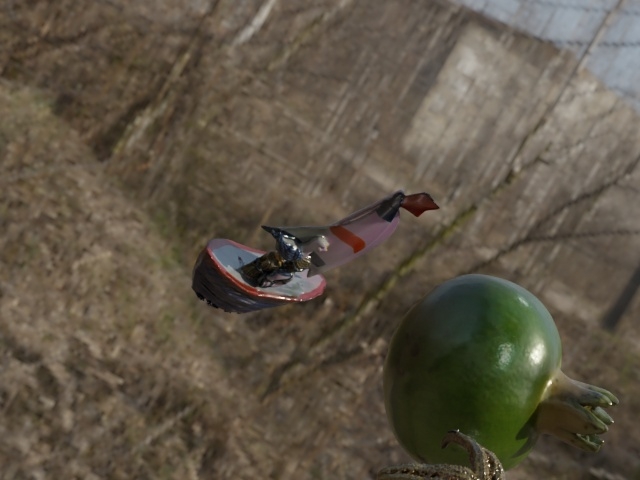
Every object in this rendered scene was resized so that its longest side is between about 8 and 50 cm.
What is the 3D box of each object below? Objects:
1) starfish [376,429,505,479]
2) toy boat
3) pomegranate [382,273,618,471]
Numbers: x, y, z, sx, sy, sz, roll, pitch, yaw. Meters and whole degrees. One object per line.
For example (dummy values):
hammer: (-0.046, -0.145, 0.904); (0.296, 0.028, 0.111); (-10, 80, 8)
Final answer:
starfish: (0.156, 0.273, 1.355); (0.190, 0.146, 0.074); (29, -36, -9)
toy boat: (-0.003, 0.013, 1.542); (0.219, 0.318, 0.072); (56, 17, -65)
pomegranate: (0.253, 0.213, 1.849); (0.358, 0.310, 0.216); (19, 0, 23)
